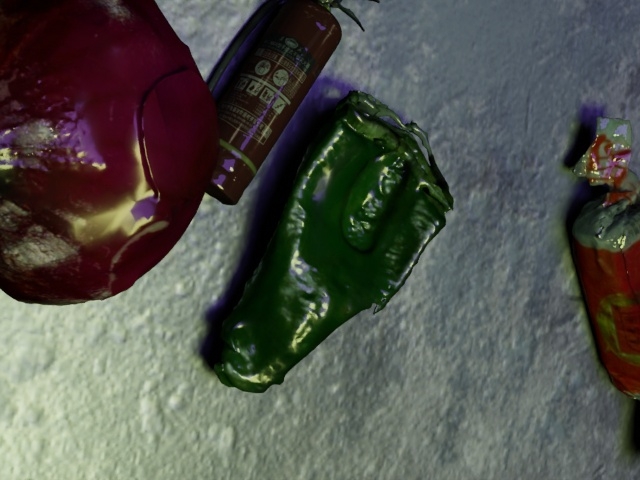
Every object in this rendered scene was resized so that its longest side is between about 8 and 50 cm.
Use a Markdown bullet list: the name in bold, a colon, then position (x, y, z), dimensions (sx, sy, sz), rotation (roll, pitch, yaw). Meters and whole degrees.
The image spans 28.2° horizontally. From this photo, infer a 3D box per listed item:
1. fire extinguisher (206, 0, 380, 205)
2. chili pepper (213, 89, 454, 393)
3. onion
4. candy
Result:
- **fire extinguisher**: position (-0.030, -0.096, 0.769), dimensions (0.064, 0.043, 0.158), rotation (29, 74, 9)
- **chili pepper**: position (0.002, 0.000, 0.794), dimensions (0.108, 0.062, 0.216), rotation (43, 72, -24)
- **onion**: position (-0.127, -0.046, 0.607), dimensions (0.198, 0.135, 0.173), rotation (-45, 135, -69)
- **candy**: position (0.245, 0.045, 0.968), dimensions (0.086, 0.059, 0.292), rotation (-31, 113, -29)
